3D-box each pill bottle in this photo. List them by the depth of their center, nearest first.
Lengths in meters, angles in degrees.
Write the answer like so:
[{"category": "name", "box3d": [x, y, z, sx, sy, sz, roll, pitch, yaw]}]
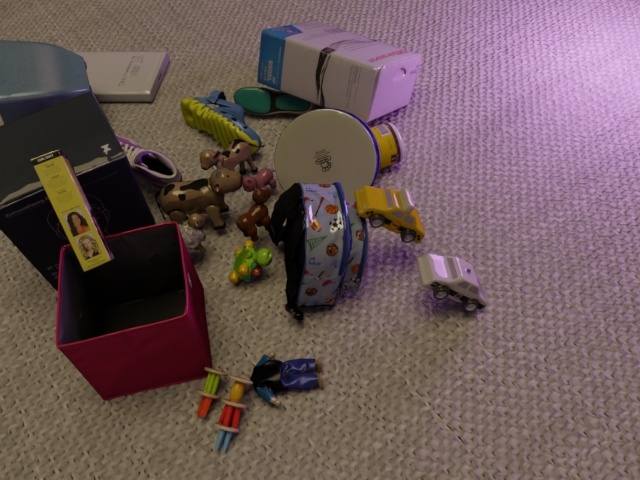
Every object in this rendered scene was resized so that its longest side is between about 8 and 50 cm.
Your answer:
[{"category": "pill bottle", "box3d": [0.113, -0.241, 1.649, 0.215, 0.117, 0.117, -19, 53, -9]}]

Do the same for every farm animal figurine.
[{"category": "farm animal figurine", "box3d": [-0.273, -0.137, 1.548, 0.327, 0.172, 0.330, -21, 43, -3]}]

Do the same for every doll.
[{"category": "doll", "box3d": [-0.090, 0.297, 1.288, 0.189, 0.046, 0.129, -6, 51, 0]}]

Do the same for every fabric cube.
[{"category": "fabric cube", "box3d": [-0.389, 0.155, 1.295, 0.259, 0.258, 0.254, -13, 51, -5]}]

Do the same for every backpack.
[{"category": "backpack", "box3d": [0.000, 0.000, 1.376, 0.213, 0.263, 0.276, -9, 51, -10]}]

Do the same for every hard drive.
[{"category": "hard drive", "box3d": [-0.710, -0.554, 2.019, 0.353, 0.047, 0.232, 2, 52, 6]}]

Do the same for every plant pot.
[{"category": "plant pot", "box3d": [-0.821, -0.440, 1.807, 0.253, 0.247, 0.247, -11, 63, -18]}]

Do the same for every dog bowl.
[{"category": "dog bowl", "box3d": [0.018, -0.205, 1.537, 0.265, 0.264, 0.104, 5, 11, 9]}]

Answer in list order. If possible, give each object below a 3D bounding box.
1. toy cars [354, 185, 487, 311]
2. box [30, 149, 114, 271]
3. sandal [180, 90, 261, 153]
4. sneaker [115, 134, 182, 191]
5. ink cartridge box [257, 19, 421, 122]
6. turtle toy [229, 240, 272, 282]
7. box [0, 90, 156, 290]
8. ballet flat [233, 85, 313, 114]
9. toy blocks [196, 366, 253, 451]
[{"category": "toy cars", "box3d": [0.242, 0.005, 1.346, 0.393, 0.087, 0.176, 48, 34, 5]}, {"category": "box", "box3d": [-0.480, -0.057, 1.169, 0.058, 0.087, 0.232, -25, 98, -13]}, {"category": "sandal", "box3d": [-0.278, -0.363, 1.785, 0.138, 0.126, 0.317, -37, 59, -26]}, {"category": "sneaker", "box3d": [-0.505, -0.229, 1.610, 0.282, 0.161, 0.102, 22, 79, -4]}, {"category": "ink cartridge box", "box3d": [0.055, -0.513, 1.784, 0.395, 0.166, 0.285, 26, 35, 24]}, {"category": "turtle toy", "box3d": [-0.167, 0.053, 1.455, 0.066, 0.130, 0.095, 26, 53, -26]}, {"category": "box", "box3d": [-0.581, -0.100, 1.409, 0.294, 0.395, 0.212, -26, 66, -15]}, {"category": "ballet flat", "box3d": [-0.141, -0.426, 1.849, 0.249, 0.086, 0.086, 10, 53, 8]}, {"category": "toy blocks", "box3d": [-0.214, 0.350, 1.247, 0.123, 0.054, 0.148, 9, 76, 32]}]
